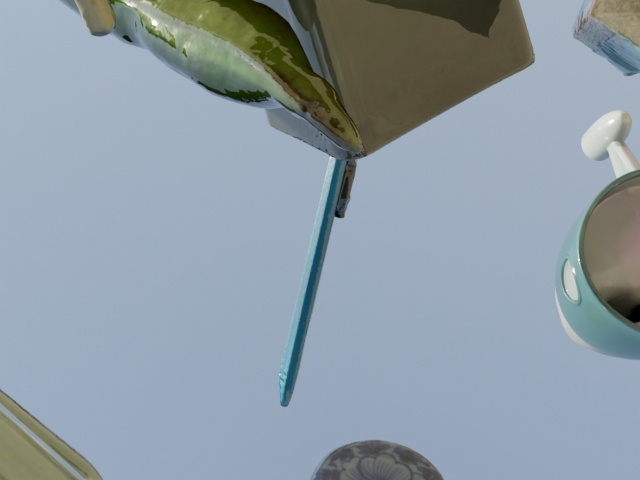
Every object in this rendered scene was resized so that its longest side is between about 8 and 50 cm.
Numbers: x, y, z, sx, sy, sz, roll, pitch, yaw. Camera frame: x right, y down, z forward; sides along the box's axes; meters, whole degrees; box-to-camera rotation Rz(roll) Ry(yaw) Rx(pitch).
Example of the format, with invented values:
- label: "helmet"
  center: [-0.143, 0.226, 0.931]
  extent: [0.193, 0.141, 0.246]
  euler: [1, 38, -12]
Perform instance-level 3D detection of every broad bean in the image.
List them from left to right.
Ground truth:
- label: "broad bean"
  center: [-0.084, -0.134, 0.990]
  extent: [0.339, 0.061, 0.077]
  euler: [32, -175, 36]

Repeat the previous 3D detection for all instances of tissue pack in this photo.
- label: "tissue pack"
  center: [0.192, -0.143, 0.981]
  extent: [0.059, 0.074, 0.094]
  euler: [31, -179, 1]

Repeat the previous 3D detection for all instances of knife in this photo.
- label: "knife"
  center: [0.002, 0.000, 1.308]
  extent: [0.026, 0.296, 0.044]
  euler: [11, -160, -4]

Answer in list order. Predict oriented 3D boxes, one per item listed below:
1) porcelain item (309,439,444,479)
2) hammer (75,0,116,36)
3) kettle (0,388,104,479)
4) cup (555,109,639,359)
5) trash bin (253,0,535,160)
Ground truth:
- label: "porcelain item"
  center: [0.054, 0.282, 1.646]
  extent: [0.147, 0.114, 0.147]
  euler: [3, -135, -3]
- label: "hammer"
  center: [-0.117, -0.157, 0.586]
  extent: [0.028, 0.195, 0.060]
  euler: [-36, -140, -23]
- label: "kettle"
  center: [-0.300, 0.292, 1.603]
  extent: [0.377, 0.250, 0.361]
  euler: [45, -158, -3]
- label: "cup"
  center: [0.285, 0.034, 1.461]
  extent: [0.168, 0.173, 0.299]
  euler: [-8, -105, -13]
- label: "trash bin"
  center: [0.019, -0.198, 1.049]
  extent: [0.164, 0.240, 0.122]
  euler: [-32, -148, -20]
